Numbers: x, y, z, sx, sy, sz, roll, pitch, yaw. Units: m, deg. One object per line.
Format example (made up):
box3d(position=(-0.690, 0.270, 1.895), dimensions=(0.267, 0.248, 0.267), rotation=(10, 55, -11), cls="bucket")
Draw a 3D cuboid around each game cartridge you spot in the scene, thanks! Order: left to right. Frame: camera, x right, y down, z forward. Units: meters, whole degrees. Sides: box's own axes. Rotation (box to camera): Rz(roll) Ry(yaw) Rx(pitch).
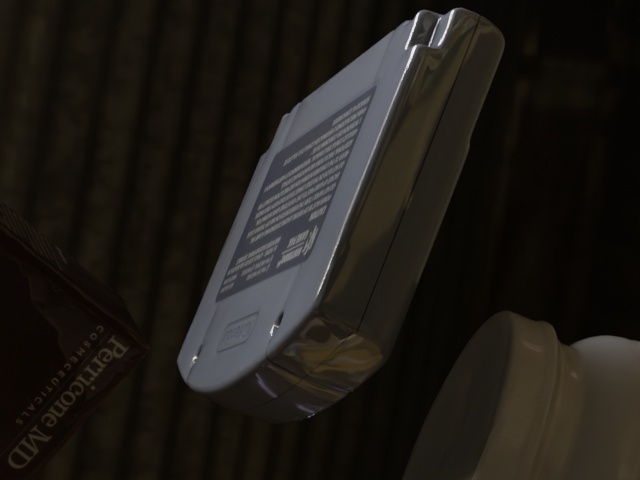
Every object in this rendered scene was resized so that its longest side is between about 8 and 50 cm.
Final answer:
box3d(position=(0.000, 0.000, 1.055), dimensions=(0.062, 0.297, 0.198), rotation=(21, -103, -13), cls="game cartridge")

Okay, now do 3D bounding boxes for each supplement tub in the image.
box3d(position=(0.186, 0.164, 1.018), dimensions=(0.191, 0.272, 0.191), rotation=(-157, 90, -84), cls="supplement tub")

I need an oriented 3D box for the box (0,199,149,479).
box3d(position=(-0.337, 0.021, 1.491), dimensions=(0.381, 0.143, 0.191), rotation=(40, -89, -23), cls="box")
